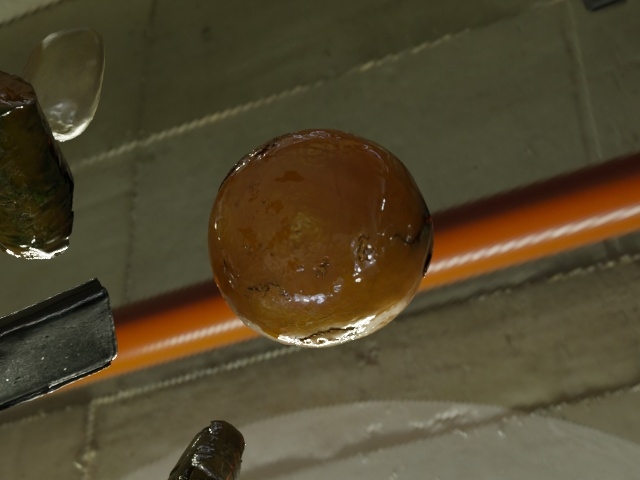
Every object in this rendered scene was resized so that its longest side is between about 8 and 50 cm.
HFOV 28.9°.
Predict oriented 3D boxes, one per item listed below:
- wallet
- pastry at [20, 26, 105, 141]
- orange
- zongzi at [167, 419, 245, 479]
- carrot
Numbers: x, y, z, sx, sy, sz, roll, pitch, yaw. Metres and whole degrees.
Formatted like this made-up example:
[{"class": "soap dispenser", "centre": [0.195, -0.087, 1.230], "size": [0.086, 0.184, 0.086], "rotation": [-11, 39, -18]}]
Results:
[{"class": "wallet", "centre": [-0.415, 0.161, 1.592], "size": [0.318, 0.172, 0.045], "rotation": [-23, -126, -20]}, {"class": "pastry", "centre": [-0.334, -0.204, 1.602], "size": [0.156, 0.092, 0.156], "rotation": [-38, -139, 42]}, {"class": "orange", "centre": [0.000, 0.000, 1.352], "size": [0.246, 0.246, 0.246], "rotation": [-16, -129, 20]}, {"class": "zongzi", "centre": [-0.122, 0.267, 1.511], "size": [0.176, 0.078, 0.160], "rotation": [-47, -168, 48]}, {"class": "carrot", "centre": [-0.234, -0.059, 0.954], "size": [0.082, 0.173, 0.082], "rotation": [-1, -132, 1]}]
